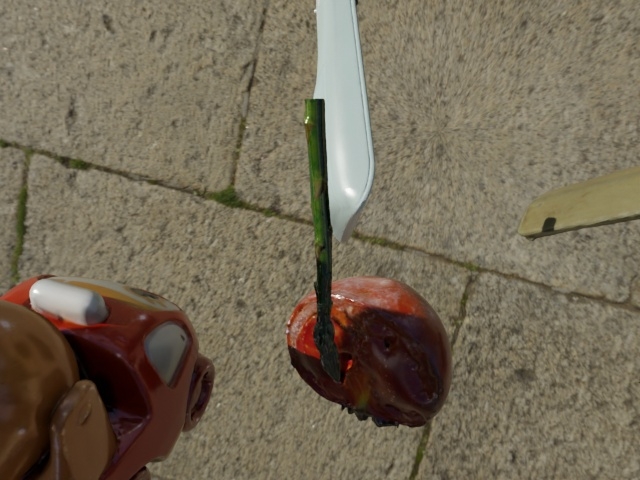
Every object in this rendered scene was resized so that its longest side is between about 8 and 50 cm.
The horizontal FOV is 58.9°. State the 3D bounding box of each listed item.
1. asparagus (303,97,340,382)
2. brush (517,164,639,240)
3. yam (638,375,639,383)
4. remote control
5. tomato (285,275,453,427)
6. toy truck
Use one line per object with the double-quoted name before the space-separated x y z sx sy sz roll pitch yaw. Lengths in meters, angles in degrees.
"asparagus" 0.000 0.000 0.325 0.016 0.016 0.163 -2 90 -13
"brush" 0.225 -0.048 0.315 0.048 0.282 0.054 48 63 -12
"yam" 0.332 0.075 0.493 0.107 0.107 0.183 18 62 8
"remote control" 0.016 -0.149 0.553 0.051 0.103 0.294 0 71 -6
"tomato" 0.055 0.092 0.522 0.159 0.091 0.139 14 124 34
"toy truck" -0.208 0.106 0.448 0.188 0.265 0.239 14 130 8
